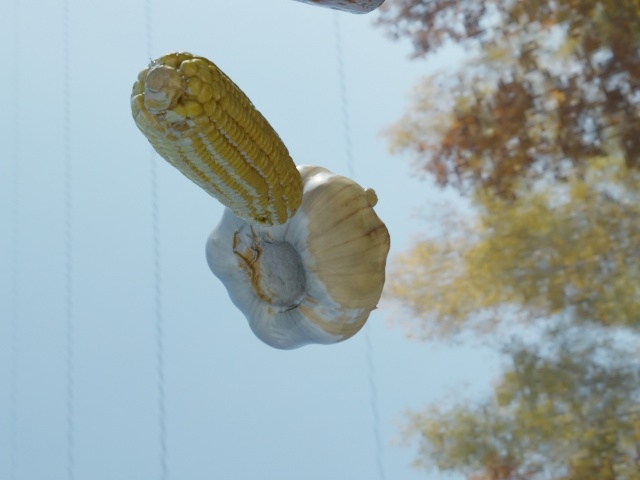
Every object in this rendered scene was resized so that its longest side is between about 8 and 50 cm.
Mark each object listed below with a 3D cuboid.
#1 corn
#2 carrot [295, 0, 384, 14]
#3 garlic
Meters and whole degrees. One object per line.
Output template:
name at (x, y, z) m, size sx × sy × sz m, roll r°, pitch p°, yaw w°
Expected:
corn at (-0.063, -0.061, 0.859) m, size 0.206 × 0.067 × 0.067 m, roll 48°, pitch -144°, yaw -63°
carrot at (-0.063, -0.313, 1.224) m, size 0.254 × 0.196 × 0.196 m, roll -1°, pitch -107°, yaw -24°
garlic at (0.000, 0.000, 1.388) m, size 0.226 × 0.199 × 0.199 m, roll -36°, pitch -77°, yaw -57°
